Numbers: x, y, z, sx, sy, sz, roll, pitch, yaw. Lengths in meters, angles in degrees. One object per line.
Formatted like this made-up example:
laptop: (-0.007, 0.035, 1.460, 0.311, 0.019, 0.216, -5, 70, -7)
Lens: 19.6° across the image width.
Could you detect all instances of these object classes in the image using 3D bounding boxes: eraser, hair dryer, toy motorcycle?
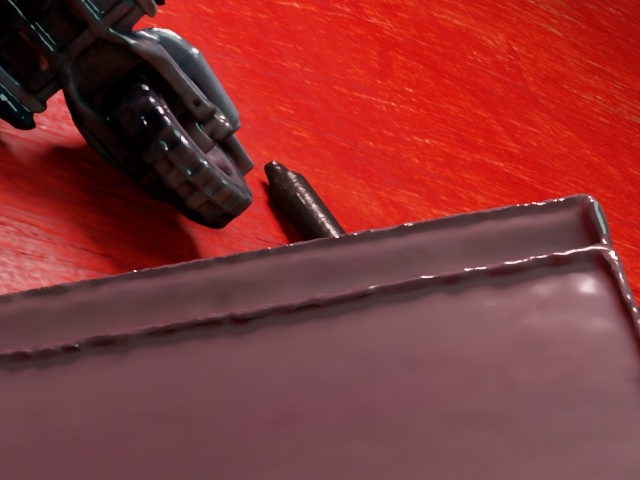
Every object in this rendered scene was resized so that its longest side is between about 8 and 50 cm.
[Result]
eraser: (-0.026, 0.114, 0.807, 0.272, 0.359, 0.122, -95, 173, -58)
hair dryer: (0.001, 0.000, 1.441, 0.114, 0.070, 0.248, 20, 25, -41)
toy motorcycle: (-0.189, -0.186, 1.366, 0.416, 0.172, 0.232, 47, 7, -5)
